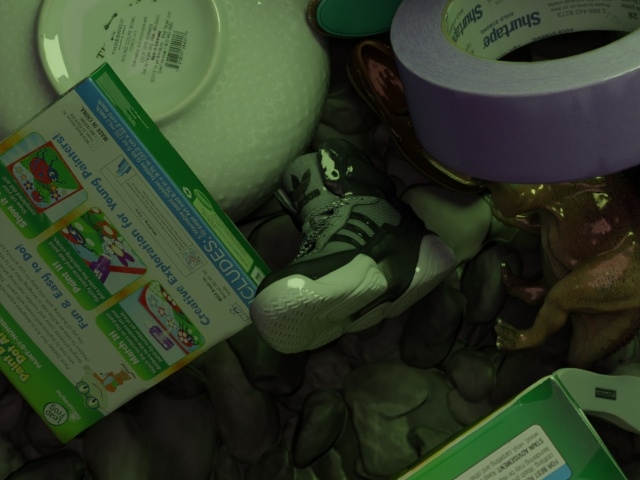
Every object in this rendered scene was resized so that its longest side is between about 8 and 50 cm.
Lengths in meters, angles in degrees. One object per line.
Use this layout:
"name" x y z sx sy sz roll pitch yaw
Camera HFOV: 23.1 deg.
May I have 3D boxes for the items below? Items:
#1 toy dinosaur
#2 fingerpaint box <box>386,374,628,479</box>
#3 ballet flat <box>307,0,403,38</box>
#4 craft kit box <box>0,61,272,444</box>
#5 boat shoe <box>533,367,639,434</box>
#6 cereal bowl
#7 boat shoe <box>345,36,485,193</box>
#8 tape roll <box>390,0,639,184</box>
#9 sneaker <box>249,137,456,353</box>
"toy dinosaur" 0.242 -0.005 1.332 0.200 0.127 0.295 -7 99 15
"fingerpaint box" 0.031 0.300 1.217 0.445 0.371 0.163 -34 82 -2
"ballet flat" 0.074 -0.233 1.411 0.206 0.073 0.067 -15 41 -20
"craft kit box" -0.202 0.017 1.339 0.247 0.061 0.250 -33 102 19
"boat shoe" 0.247 0.139 1.371 0.142 0.040 0.049 18 70 -30
"cereal bowl" -0.159 -0.169 1.393 0.339 0.141 0.339 0 83 3
"boat shoe" 0.088 -0.112 1.413 0.064 0.060 0.178 -42 84 -2
"tape roll" 0.200 -0.162 1.297 0.275 0.275 0.090 -16 125 1
"sneaker" 0.000 0.000 1.325 0.101 0.268 0.153 -43 74 30
